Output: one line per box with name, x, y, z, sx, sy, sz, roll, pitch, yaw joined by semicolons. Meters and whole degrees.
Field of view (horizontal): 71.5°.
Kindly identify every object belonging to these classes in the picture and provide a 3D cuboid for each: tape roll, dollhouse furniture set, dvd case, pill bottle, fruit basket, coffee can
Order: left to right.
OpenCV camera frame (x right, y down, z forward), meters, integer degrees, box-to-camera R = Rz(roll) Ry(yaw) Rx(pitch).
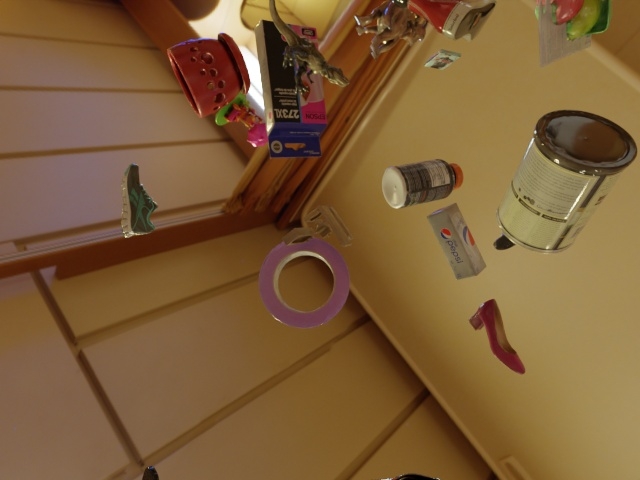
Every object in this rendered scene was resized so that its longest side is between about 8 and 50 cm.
tape roll;-0.047;0.129;1.368;0.275;0.275;0.090;43;176;8
dollhouse furniture set;0.000;0.000;1.210;0.123;0.151;0.144;57;-160;10
pill bottle;0.327;-0.183;1.395;0.245;0.130;0.130;-13;-123;-24
dvd case;0.461;-0.684;1.685;0.087;0.119;0.013;4;-96;-19
coffee can;0.554;-0.130;1.039;0.201;0.275;0.202;1;-130;-1
fruit basket;0.657;-0.666;1.199;0.353;0.327;0.165;-27;-154;-29

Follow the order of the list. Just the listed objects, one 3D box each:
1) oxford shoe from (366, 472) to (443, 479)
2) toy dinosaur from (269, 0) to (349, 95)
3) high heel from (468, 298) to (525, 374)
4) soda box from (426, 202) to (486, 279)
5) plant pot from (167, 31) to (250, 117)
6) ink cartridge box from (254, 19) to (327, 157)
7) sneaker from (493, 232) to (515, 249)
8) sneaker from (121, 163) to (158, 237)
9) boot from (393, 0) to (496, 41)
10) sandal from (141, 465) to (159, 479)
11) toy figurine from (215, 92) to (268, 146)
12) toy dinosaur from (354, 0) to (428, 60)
oxford shoe;0.196;0.631;1.116;0.130;0.348;0.123;59;-145;-18
toy dinosaur;-0.040;-0.386;0.932;0.268;0.064;0.118;36;-121;-44
high heel;0.608;0.314;1.466;0.082;0.117;0.244;6;-140;-44
soda box;0.535;0.005;1.746;0.091;0.098;0.286;-28;-87;-40
plant pot;-0.294;-0.454;1.207;0.174;0.191;0.191;-27;-115;-10
ink cartridge box;-0.079;-0.427;1.277;0.175;0.069;0.371;-8;-86;-31
sneaker;0.608;-0.037;1.398;0.089;0.170;0.051;-110;-7;-46
sneaker;-0.407;-0.090;1.008;0.076;0.167;0.065;1;-167;-14
boot;0.247;-0.482;0.902;0.176;0.088;0.244;38;-142;16
sandal;-0.354;0.546;0.921;0.067;0.179;0.040;31;-164;39
toy figurine;-0.220;-0.366;1.414;0.159;0.130;0.173;44;-158;2
toy dinosaur;0.210;-0.616;1.239;0.127;0.200;0.296;59;-168;-5
